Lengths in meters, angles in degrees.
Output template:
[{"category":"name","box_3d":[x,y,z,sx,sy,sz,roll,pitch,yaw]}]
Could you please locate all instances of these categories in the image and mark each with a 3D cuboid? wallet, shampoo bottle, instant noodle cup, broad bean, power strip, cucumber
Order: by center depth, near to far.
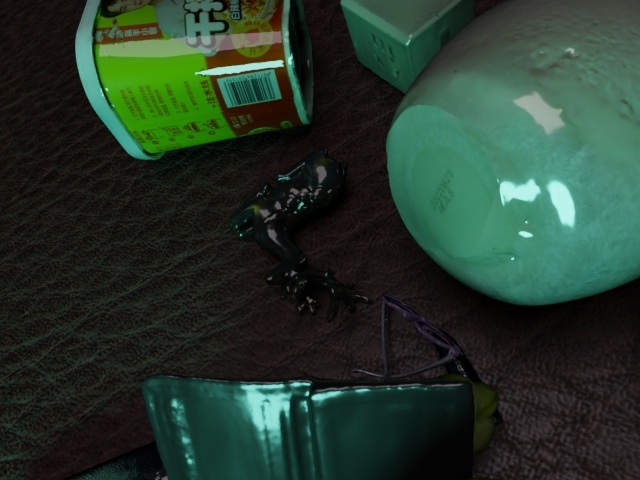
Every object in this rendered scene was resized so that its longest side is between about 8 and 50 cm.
[{"category":"wallet","box_3d":[-0.011,0.239,0.541,0.323,0.246,0.041,-1,25,11]},{"category":"shampoo bottle","box_3d":[0.247,-0.098,0.568,0.317,0.322,0.322,-34,56,-25]},{"category":"broad bean","box_3d":[0.110,0.196,0.581,0.175,0.124,0.082,-21,90,34]},{"category":"cucumber","box_3d":[0.172,0.161,0.635,0.032,0.032,0.133,-27,57,3]},{"category":"power strip","box_3d":[0.159,-0.322,0.826,0.139,0.140,0.224,-40,58,-6]},{"category":"instant noodle cup","box_3d":[-0.176,-0.289,0.865,0.308,0.293,0.293,-3,63,8]}]

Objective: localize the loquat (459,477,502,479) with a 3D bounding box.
[{"category":"loquat","box_3d":[0.124,0.343,0.416,0.276,0.276,0.283,54,128,32]}]

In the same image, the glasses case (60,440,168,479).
[{"category":"glasses case","box_3d":[-0.268,0.343,0.658,0.315,0.075,0.122,-25,60,4]}]

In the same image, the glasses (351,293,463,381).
[{"category":"glasses","box_3d":[0.096,0.138,0.650,0.140,0.063,0.103,37,100,52]}]

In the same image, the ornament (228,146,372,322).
[{"category":"ornament","box_3d":[0.000,0.000,0.750,0.202,0.080,0.236,-36,56,1]}]
